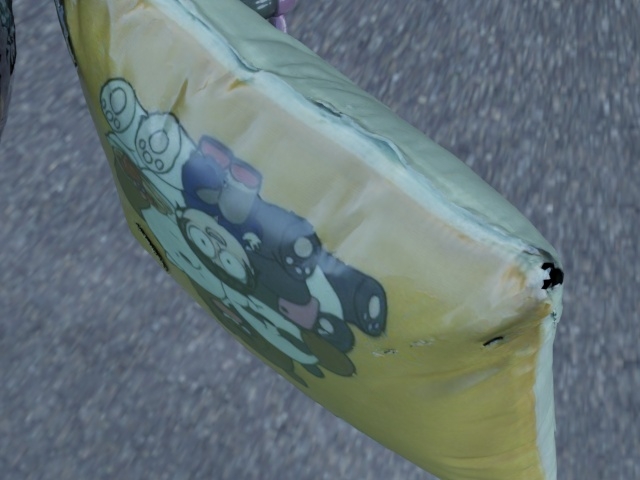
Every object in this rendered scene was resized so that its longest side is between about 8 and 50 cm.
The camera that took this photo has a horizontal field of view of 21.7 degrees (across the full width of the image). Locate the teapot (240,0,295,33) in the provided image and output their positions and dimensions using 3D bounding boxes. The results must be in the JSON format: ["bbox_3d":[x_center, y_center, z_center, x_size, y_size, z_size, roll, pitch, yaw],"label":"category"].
[{"bbox_3d":[-0.092,-0.178,1.145,0.146,0.116,0.148,-25,146,-10],"label":"teapot"}]

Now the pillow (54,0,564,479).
[{"bbox_3d":[0.000,0.000,0.837,0.310,0.312,0.119,35,74,20],"label":"pillow"}]

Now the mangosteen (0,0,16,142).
[{"bbox_3d":[-0.293,-0.096,0.806,0.288,0.288,0.288,3,111,9],"label":"mangosteen"}]
